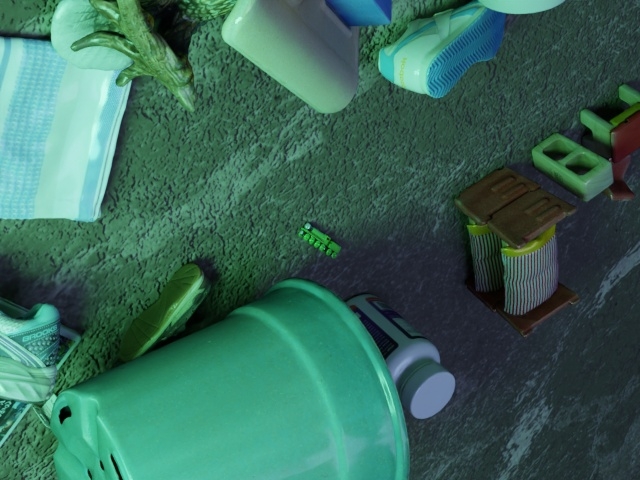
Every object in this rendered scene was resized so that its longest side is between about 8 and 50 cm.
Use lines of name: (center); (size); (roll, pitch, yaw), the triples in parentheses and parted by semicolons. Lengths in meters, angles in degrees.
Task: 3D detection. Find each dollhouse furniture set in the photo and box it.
dollhouse furniture set: (0.398, -0.050, 1.720); (0.374, 0.152, 0.201); (-33, 135, -17)

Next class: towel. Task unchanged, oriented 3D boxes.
towel: (-0.339, -0.113, 1.162); (0.285, 0.034, 0.209); (1, 117, -39)

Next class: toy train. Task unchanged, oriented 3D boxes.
toy train: (0.000, 0.000, 1.530); (0.083, 0.017, 0.023); (36, 84, -47)

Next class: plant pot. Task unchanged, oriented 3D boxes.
plant pot: (-0.126, 0.250, 1.356); (0.334, 0.341, 0.341); (-16, 128, -33)

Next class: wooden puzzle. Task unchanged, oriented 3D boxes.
wooden puzzle: (0.010, -0.319, 1.050); (0.322, 0.081, 0.347); (21, 74, -72)

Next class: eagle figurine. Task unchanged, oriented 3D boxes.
eagle figurine: (-0.120, -0.283, 1.139); (0.226, 0.225, 0.298); (-49, -162, 57)

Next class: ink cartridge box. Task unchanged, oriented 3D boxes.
ink cartridge box: (-0.320, 0.226, 1.402); (0.028, 0.048, 0.083); (-49, 138, -2)

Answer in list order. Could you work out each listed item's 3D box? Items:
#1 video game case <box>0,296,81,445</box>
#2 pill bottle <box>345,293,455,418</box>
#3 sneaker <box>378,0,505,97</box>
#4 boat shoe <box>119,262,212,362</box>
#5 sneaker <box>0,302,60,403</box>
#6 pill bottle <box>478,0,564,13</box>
video game case: (-0.402, 0.157, 1.309); (0.190, 0.022, 0.173); (-53, 137, 3)
pill bottle: (0.104, 0.169, 1.603); (0.108, 0.193, 0.108); (-21, 130, -27)
sneaker: (0.166, -0.265, 1.436); (0.229, 0.092, 0.087); (-38, 137, -41)
boat shoe: (-0.193, 0.101, 1.414); (0.152, 0.056, 0.049); (-49, 132, -1)
sneaker: (-0.415, 0.088, 1.194); (0.283, 0.110, 0.122); (17, 84, -30)
pill bottle: (0.237, -0.430, 1.312); (0.169, 0.169, 0.301); (-29, 133, -21)
